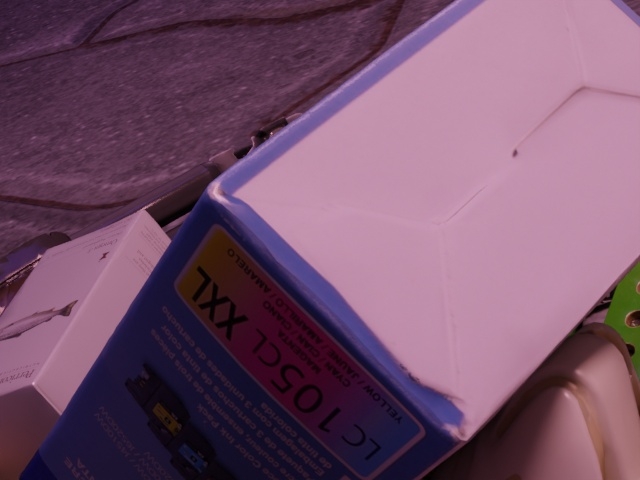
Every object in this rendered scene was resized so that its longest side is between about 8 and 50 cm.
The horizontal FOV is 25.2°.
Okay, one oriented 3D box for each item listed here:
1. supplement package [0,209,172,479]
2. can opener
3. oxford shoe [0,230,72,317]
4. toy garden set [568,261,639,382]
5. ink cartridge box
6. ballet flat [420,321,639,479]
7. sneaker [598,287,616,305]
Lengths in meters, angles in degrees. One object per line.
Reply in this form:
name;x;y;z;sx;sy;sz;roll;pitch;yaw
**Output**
supplement package;-0.160;0.083;0.981;0.105;0.105;0.179;-20;30;33
can opener;-0.106;-0.024;1.284;0.283;0.076;0.095;-30;-5;-23
oxford shoe;-0.261;0.091;1.115;0.227;0.082;0.096;-41;59;-13
toy garden set;0.249;0.027;0.894;0.244;0.049;0.203;-2;46;37
ink cartridge box;0.006;0.057;0.768;0.270;0.151;0.395;-39;-9;-38
ballet flat;0.195;0.115;0.625;0.483;0.182;0.164;-4;30;30
sneaker;0.182;0.034;0.978;0.037;0.031;0.083;3;33;40
